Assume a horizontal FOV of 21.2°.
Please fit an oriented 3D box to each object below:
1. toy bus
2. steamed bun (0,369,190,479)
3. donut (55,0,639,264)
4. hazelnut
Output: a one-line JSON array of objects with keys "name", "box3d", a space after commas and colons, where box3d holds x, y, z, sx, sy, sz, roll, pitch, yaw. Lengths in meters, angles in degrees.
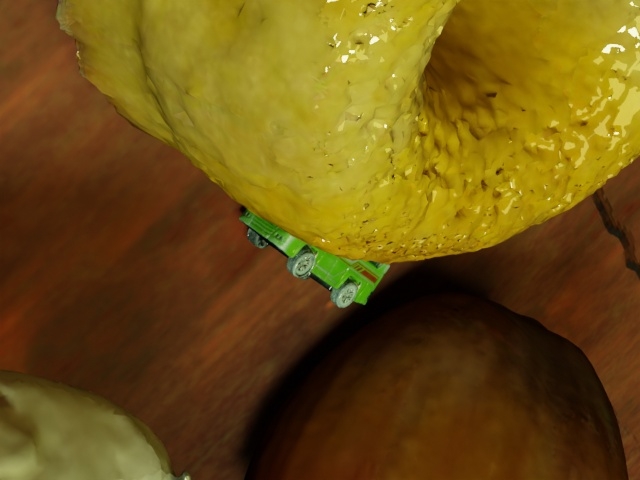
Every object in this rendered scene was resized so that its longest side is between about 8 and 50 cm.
[{"name": "toy bus", "box3d": [0.000, 0.000, 0.718, 0.037, 0.031, 0.083, -54, 148, 0]}, {"name": "steamed bun", "box3d": [-0.168, 0.198, 0.556, 0.206, 0.275, 0.320, 0, 91, -34]}, {"name": "donut", "box3d": [0.058, -0.100, 0.583, 0.277, 0.108, 0.277, -30, 150, -19]}, {"name": "hazelnut", "box3d": [0.067, 0.134, 0.804, 0.210, 0.186, 0.210, -14, 130, -17]}]
